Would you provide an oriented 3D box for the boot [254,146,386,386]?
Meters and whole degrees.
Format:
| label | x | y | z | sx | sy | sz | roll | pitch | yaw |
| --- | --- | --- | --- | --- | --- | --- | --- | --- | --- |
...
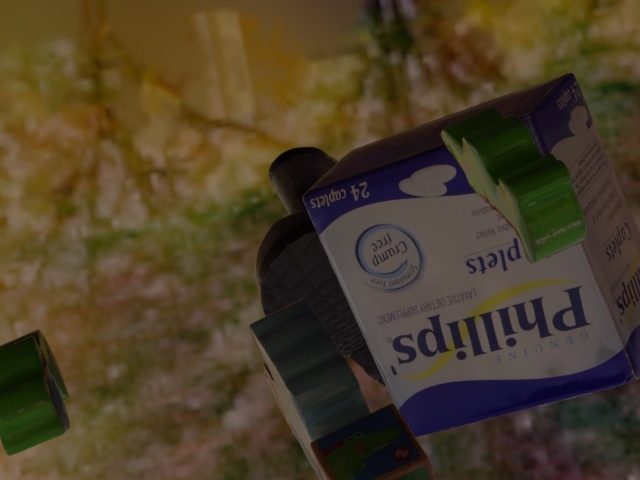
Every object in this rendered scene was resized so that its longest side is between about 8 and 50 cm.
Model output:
| label | x | y | z | sx | sy | sz | roll | pitch | yaw |
| --- | --- | --- | --- | --- | --- | --- | --- | --- | --- |
| boot | 0.000 | 0.000 | 1.589 | 0.118 | 0.222 | 0.338 | -31 | 150 | 8 |

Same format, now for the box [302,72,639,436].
| label | x | y | z | sx | sy | sz | roll | pitch | yaw |
| --- | --- | --- | --- | --- | --- | --- | --- | --- | --- |
| box | 0.081 | 0.009 | 0.820 | 0.126 | 0.137 | 0.072 | -18 | -167 | 30 |

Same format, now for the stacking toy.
| label | x | y | z | sx | sy | sz | roll | pitch | yaw |
| --- | --- | --- | --- | --- | --- | --- | --- | --- | --- |
| stacking toy | 0.016 | 0.063 | 0.416 | 0.167 | 0.052 | 0.221 | -24 | -141 | -6 |
